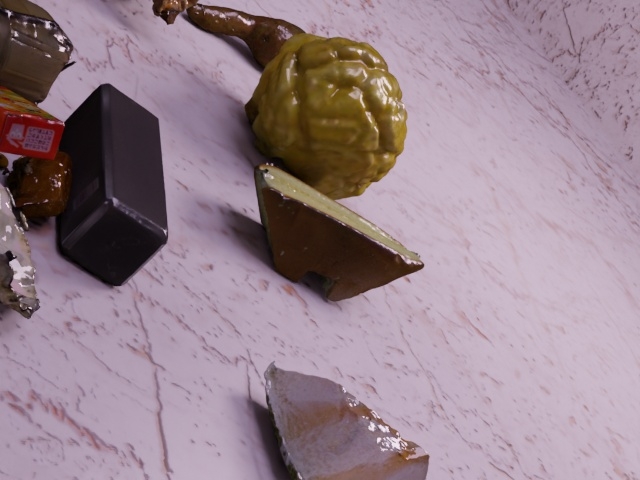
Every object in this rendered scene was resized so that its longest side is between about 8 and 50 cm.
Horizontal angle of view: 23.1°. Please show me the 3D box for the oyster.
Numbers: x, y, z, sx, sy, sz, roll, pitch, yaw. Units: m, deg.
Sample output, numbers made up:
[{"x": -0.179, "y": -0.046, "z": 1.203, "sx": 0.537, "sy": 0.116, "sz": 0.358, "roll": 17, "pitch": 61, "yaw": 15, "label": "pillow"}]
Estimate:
[{"x": -0.291, "y": -0.022, "z": 1.305, "sx": 0.133, "sy": 0.072, "sz": 0.209, "roll": 64, "pitch": 3, "yaw": -80, "label": "oyster"}]

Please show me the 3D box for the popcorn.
[{"x": 0.011, "y": -0.167, "z": 1.927, "sx": 0.226, "sy": 0.200, "sz": 0.203, "roll": 24, "pitch": 37, "yaw": -48, "label": "popcorn"}]

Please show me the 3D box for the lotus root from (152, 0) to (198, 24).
[{"x": -0.233, "y": -0.403, "z": 1.950, "sx": 0.303, "sy": 0.131, "sz": 0.146, "roll": 54, "pitch": -21, "yaw": 22, "label": "lotus root"}]

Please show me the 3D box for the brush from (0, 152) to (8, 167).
[{"x": -0.349, "y": -0.103, "z": 1.406, "sx": 0.170, "sy": 0.014, "sz": 0.043, "roll": 30, "pitch": 26, "yaw": -40, "label": "brush"}]

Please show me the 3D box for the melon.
[{"x": 0.013, "y": 0.197, "z": 1.456, "sx": 0.202, "sy": 0.093, "sz": 0.139, "roll": 43, "pitch": 29, "yaw": 4, "label": "melon"}]

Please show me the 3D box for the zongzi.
[{"x": -0.354, "y": -0.223, "z": 1.499, "sx": 0.197, "sy": 0.099, "sz": 0.194, "roll": 47, "pitch": 19, "yaw": 29, "label": "zongzi"}]

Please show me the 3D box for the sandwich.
[{"x": 0.000, "y": 0.000, "z": 1.775, "sx": 0.244, "sy": 0.088, "sz": 0.090, "roll": 27, "pitch": 20, "yaw": -32, "label": "sandwich"}]

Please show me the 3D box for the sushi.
[{"x": -0.260, "y": -0.053, "z": 1.433, "sx": 0.060, "sy": 0.061, "sz": 0.118, "roll": 1, "pitch": 11, "yaw": -2, "label": "sushi"}]

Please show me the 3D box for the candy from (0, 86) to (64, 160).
[{"x": -0.286, "y": -0.110, "z": 1.406, "sx": 0.062, "sy": 0.038, "sz": 0.122, "roll": 8, "pitch": 15, "yaw": -42, "label": "candy"}]

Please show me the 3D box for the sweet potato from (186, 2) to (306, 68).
[{"x": -0.067, "y": -0.270, "z": 2.123, "sx": 0.269, "sy": 0.075, "sz": 0.075, "roll": 27, "pitch": 29, "yaw": -33, "label": "sweet potato"}]

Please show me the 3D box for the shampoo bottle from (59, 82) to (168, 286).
[{"x": -0.202, "y": -0.067, "z": 1.520, "sx": 0.079, "sy": 0.080, "sz": 0.246, "roll": 35, "pitch": 25, "yaw": -30, "label": "shampoo bottle"}]
